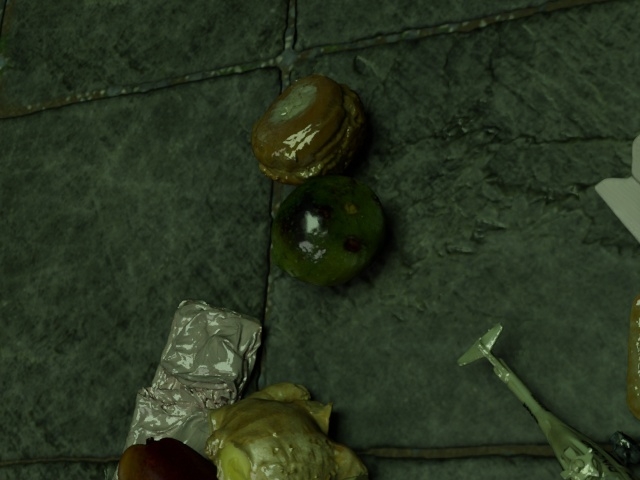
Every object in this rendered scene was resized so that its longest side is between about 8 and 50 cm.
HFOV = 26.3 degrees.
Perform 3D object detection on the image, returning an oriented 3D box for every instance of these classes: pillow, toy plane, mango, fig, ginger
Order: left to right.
[{"bbox_3d":[-0.158,0.193,1.599,0.135,0.049,0.248,16,83,30],"label":"pillow"},{"bbox_3d":[-0.124,0.324,1.484,0.267,0.111,0.133,40,87,24],"label":"mango"},{"bbox_3d":[-0.035,0.238,1.454,0.216,0.157,0.102,48,133,40],"label":"ginger"},{"bbox_3d":[0.000,0.000,1.554,0.156,0.123,0.123,130,138,-55],"label":"fig"},{"bbox_3d":[0.238,0.195,1.330,0.092,0.108,0.286,-47,42,9],"label":"toy plane"}]

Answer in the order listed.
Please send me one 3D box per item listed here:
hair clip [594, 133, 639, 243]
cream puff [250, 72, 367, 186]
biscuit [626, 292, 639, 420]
[{"bbox_3d":[0.387,0.029,1.291,0.101,0.085,0.331,-51,50,21],"label":"hair clip"},{"bbox_3d":[-0.008,-0.121,1.590,0.126,0.103,0.144,17,64,49],"label":"cream puff"},{"bbox_3d":[0.337,0.111,1.345,0.071,0.018,0.147,-3,71,29],"label":"biscuit"}]
